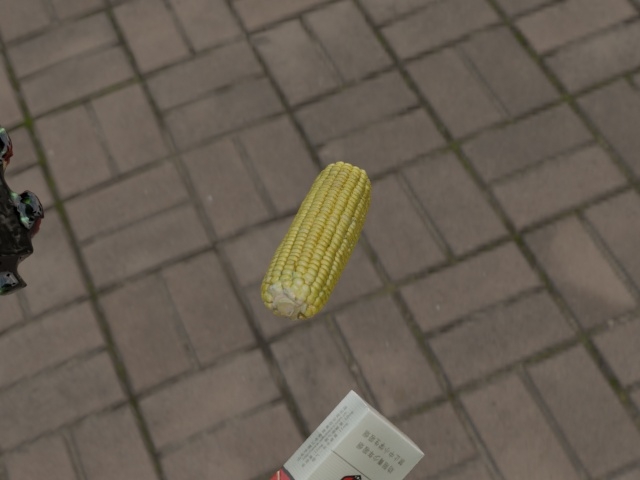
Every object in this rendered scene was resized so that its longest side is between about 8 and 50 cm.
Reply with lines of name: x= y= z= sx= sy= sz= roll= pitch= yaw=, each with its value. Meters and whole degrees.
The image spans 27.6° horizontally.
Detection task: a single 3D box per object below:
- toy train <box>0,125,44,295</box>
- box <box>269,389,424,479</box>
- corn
toy train: x=-0.187 y=-0.028 z=0.626 sx=0.087 sy=0.050 sz=0.138 roll=-33 pitch=78 yaw=36
box: x=0.018 y=0.237 z=1.295 sx=0.152 sy=0.100 sz=0.048 roll=-47 pitch=33 yaw=2
corn: x=0.000 y=0.000 z=1.517 sx=0.081 sy=0.081 sz=0.248 roll=9 pitch=40 yaw=16
